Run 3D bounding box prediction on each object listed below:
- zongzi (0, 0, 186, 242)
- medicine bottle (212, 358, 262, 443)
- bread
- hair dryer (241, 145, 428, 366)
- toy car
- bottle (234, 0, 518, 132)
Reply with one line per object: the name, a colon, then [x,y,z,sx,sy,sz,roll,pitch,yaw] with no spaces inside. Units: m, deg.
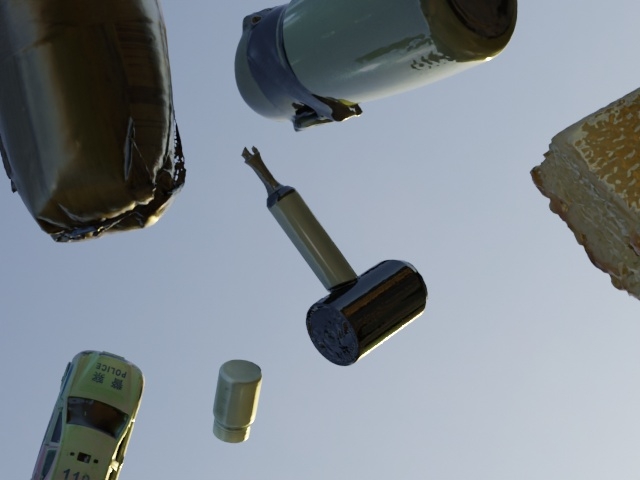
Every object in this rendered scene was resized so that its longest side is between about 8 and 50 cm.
zongzi: [-0.148,-0.119,1.161,0.289,0.123,0.260,18,-128,-76]
medicine bottle: [-0.090,0.172,1.753,0.047,0.047,0.083,-27,-43,-48]
bread: [0.348,-0.065,1.433,0.275,0.184,0.114,-28,-27,-21]
hair dryer: [0.000,0.000,1.344,0.100,0.197,0.057,-34,-2,-41]
toy car: [-0.253,0.223,1.760,0.076,0.090,0.224,130,157,-68]
bottle: [0.046,-0.231,1.830,0.168,0.347,0.168,16,-115,-40]
